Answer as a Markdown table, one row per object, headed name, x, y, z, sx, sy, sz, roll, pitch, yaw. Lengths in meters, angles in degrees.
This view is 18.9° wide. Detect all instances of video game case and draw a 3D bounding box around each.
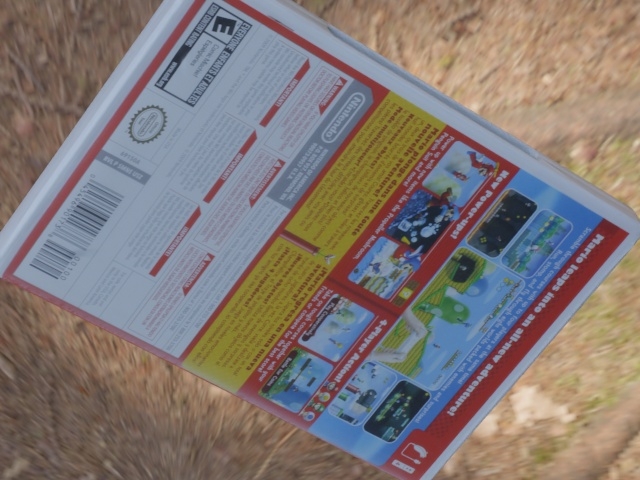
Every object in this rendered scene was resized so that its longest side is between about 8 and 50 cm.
| name | x | y | z | sx | sy | sz | roll | pitch | yaw |
| --- | --- | --- | --- | --- | --- | --- | --- | --- | --- |
| video game case | 0.000 | 0.000 | 1.008 | 0.285 | 0.025 | 0.204 | 29 | 112 | -23 |
